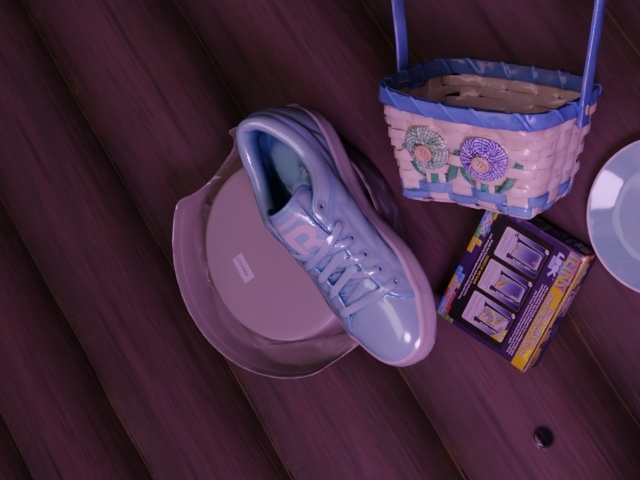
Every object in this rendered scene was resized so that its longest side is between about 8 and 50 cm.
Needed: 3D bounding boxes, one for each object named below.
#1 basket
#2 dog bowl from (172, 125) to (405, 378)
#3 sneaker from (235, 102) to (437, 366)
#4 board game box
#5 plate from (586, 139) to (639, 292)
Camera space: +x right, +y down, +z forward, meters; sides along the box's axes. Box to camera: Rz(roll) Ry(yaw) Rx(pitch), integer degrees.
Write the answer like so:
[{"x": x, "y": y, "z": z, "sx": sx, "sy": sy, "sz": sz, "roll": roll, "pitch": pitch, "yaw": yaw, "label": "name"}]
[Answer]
[{"x": 0.200, "y": -0.180, "z": 1.336, "sx": 0.255, "sy": 0.201, "sz": 0.288, "roll": 11, "pitch": 112, "yaw": 33, "label": "basket"}, {"x": -0.039, "y": 0.009, "z": 1.581, "sx": 0.349, "sy": 0.102, "sz": 0.348, "roll": 4, "pitch": 98, "yaw": 34, "label": "dog bowl"}, {"x": 0.000, "y": 0.000, "z": 1.402, "sx": 0.135, "sy": 0.150, "sz": 0.366, "roll": -40, "pitch": 74, "yaw": 31, "label": "sneaker"}, {"x": 0.240, "y": 0.052, "z": 1.432, "sx": 0.141, "sy": 0.048, "sz": 0.170, "roll": 34, "pitch": 113, "yaw": 24, "label": "board game box"}, {"x": 0.399, "y": -0.027, "z": 1.330, "sx": 0.188, "sy": 0.024, "sz": 0.188, "roll": 4, "pitch": 98, "yaw": 34, "label": "plate"}]
